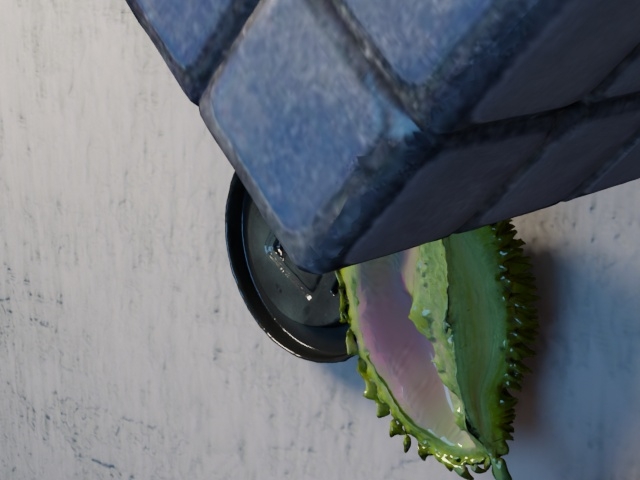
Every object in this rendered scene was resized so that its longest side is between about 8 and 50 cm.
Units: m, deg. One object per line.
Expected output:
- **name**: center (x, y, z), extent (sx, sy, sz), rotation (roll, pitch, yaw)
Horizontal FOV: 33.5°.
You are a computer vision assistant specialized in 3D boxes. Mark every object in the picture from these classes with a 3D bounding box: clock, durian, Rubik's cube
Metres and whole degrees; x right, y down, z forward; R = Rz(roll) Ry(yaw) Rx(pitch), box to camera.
- **clock**: center (0.000, 0.000, 0.810), extent (0.184, 0.040, 0.185), rotation (13, 109, 43)
- **durian**: center (0.085, 0.051, 0.700), extent (0.137, 0.095, 0.221), rotation (12, 115, 49)
- **Rubik's cube**: center (0.100, -0.236, 0.435), extent (0.337, 0.343, 0.344), rotation (57, 134, 18)
